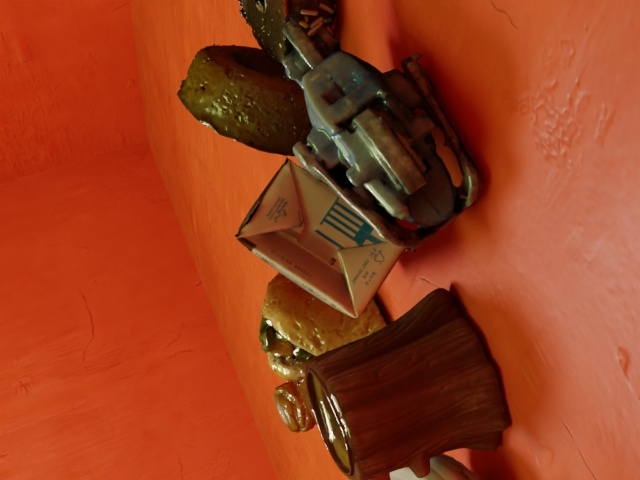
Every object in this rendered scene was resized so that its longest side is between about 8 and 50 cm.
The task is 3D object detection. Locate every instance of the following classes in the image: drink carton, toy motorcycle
[{"bbox_3d":[0.000,0.000,1.382,0.194,0.132,0.324,35,180,0],"label":"drink carton"},{"bbox_3d":[0.052,-0.120,1.220,0.241,0.182,0.319,87,158,-46],"label":"toy motorcycle"}]

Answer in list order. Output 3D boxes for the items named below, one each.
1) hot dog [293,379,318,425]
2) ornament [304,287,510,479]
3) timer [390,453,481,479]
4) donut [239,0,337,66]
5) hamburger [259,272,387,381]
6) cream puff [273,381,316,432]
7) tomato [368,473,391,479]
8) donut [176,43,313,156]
[{"bbox_3d":[0.024,0.311,1.998,0.272,0.122,0.196,52,158,45],"label":"hot dog"},{"bbox_3d":[0.105,0.206,1.348,0.221,0.218,0.235,-169,61,-75],"label":"ornament"},{"bbox_3d":[0.209,0.417,1.414,0.262,0.087,0.237,57,167,-1],"label":"timer"},{"bbox_3d":[-0.057,-0.391,1.476,0.270,0.103,0.269,162,90,-74],"label":"donut"},{"bbox_3d":[-0.017,0.146,1.770,0.330,0.209,0.162,-136,31,-59],"label":"hamburger"},{"bbox_3d":[-0.052,0.408,2.440,0.144,0.103,0.126,35,146,67],"label":"cream puff"},{"bbox_3d":[0.157,0.490,1.727,0.199,0.112,0.228,39,153,39],"label":"tomato"},{"bbox_3d":[-0.090,-0.236,1.552,0.272,0.272,0.107,54,129,51],"label":"donut"}]
